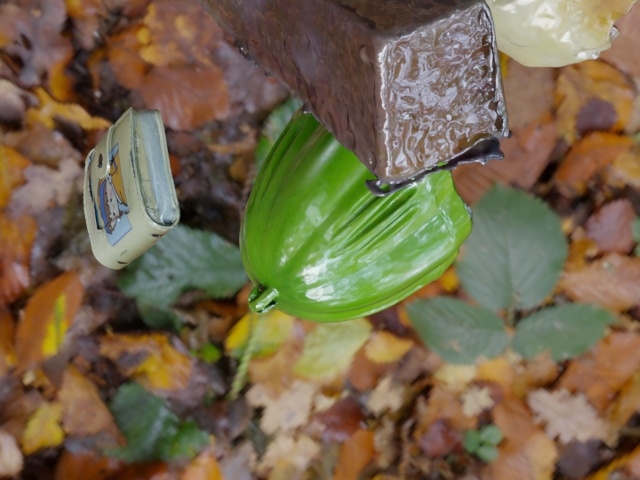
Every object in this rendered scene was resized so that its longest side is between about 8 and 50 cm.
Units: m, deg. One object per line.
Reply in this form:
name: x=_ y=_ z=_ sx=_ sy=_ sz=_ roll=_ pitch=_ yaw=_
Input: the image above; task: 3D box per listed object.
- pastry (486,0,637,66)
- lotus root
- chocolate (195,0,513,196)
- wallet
pastry: x=0.169 y=-0.292 z=1.089 sx=0.170 sy=0.237 sz=0.256 roll=15 pitch=113 yaw=-37
lotus root: x=0.000 y=0.000 z=1.050 sx=0.186 sy=0.186 sz=0.186 roll=-21 pitch=131 yaw=-26
chocolate: x=0.009 y=-0.167 z=0.928 sx=0.112 sy=0.321 sz=0.112 roll=-23 pitch=134 yaw=-19
wallet: x=-0.167 y=-0.043 z=1.134 sx=0.039 sy=0.155 sz=0.110 roll=-6 pitch=79 yaw=-27
